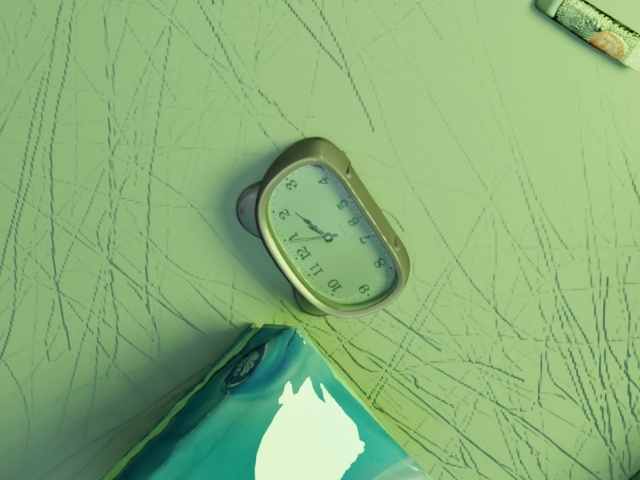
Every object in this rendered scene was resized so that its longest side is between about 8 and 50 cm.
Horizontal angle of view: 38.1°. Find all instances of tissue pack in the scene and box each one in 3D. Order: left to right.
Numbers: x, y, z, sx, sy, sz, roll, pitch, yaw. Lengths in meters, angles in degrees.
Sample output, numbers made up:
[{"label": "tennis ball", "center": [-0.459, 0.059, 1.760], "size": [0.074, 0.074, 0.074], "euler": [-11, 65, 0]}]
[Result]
[{"label": "tissue pack", "center": [-0.065, 0.226, 0.741], "size": [0.263, 0.146, 0.198], "euler": [-44, 101, -18]}]

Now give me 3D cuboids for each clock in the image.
[{"label": "clock", "center": [0.000, 0.000, 0.769], "size": [0.110, 0.050, 0.153], "euler": [-31, 103, 13]}]

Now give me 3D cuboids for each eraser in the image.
[{"label": "eraser", "center": [0.213, -0.164, 0.716], "size": [0.099, 0.019, 0.027], "euler": [31, 107, -7]}]

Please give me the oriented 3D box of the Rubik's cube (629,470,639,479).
[{"label": "Rubik's cube", "center": [0.373, 0.238, 0.768], "size": [0.154, 0.151, 0.155], "euler": [38, 106, -7]}]
